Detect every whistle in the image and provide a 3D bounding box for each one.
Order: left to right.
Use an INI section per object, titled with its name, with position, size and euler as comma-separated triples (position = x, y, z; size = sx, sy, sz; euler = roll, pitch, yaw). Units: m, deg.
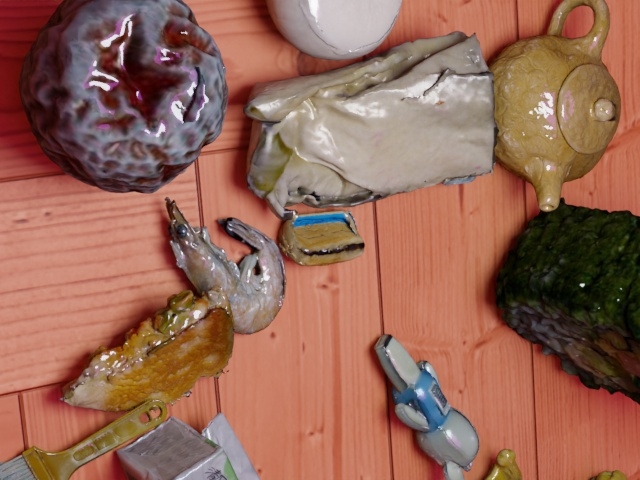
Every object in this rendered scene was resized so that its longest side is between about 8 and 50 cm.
[whistle]
position = 0.141, 0.226, 1.768
size = 0.236, 0.077, 0.114
euler = 54, 41, -18

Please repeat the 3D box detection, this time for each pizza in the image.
[pizza]
position = -0.199, 0.139, 1.562
size = 0.226, 0.069, 0.147
euler = -34, 145, -4

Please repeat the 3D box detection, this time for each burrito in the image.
[burrito]
position = 0.054, -0.150, 1.625
size = 0.331, 0.135, 0.190
euler = -13, 132, -13

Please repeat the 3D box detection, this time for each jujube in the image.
[jujube]
position = -0.209, -0.159, 1.379
size = 0.226, 0.317, 0.226
euler = -1, 93, -17

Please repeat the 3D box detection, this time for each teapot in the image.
[teapot]
position = 0.331, -0.188, 1.748
size = 0.203, 0.167, 0.311
euler = 23, 81, -38

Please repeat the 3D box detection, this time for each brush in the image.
[brush]
position = -0.278, 0.251, 1.539
size = 0.218, 0.010, 0.082
euler = -28, 112, -8

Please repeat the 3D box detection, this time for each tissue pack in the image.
[tissue pack]
position = -0.124, 0.336, 1.581
size = 0.145, 0.159, 0.229
euler = -30, 110, -23

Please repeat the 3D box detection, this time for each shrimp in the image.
[shrimp]
position = -0.115, 0.020, 1.606
size = 0.126, 0.047, 0.223
euler = -49, 123, -24

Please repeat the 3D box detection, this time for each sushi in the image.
[sushi]
position = 0.416, 0.099, 1.744
size = 0.294, 0.352, 0.178
euler = 42, 73, -28

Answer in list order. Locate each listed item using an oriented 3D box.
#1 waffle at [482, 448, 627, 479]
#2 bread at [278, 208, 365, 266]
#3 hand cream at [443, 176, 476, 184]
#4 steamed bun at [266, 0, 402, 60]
[waffle]
position = 0.339, 0.449, 1.867
size = 0.324, 0.151, 0.261
euler = 15, 95, -27
[bread]
position = 0.000, 0.000, 1.660
size = 0.106, 0.053, 0.072
euler = -6, 61, -31
[hand cream]
position = 0.178, -0.163, 1.748
size = 0.095, 0.046, 0.175
euler = -8, 95, -28
[steamed bun]
position = 0.010, -0.333, 1.576
size = 0.177, 0.130, 0.228
euler = 6, 91, -38
